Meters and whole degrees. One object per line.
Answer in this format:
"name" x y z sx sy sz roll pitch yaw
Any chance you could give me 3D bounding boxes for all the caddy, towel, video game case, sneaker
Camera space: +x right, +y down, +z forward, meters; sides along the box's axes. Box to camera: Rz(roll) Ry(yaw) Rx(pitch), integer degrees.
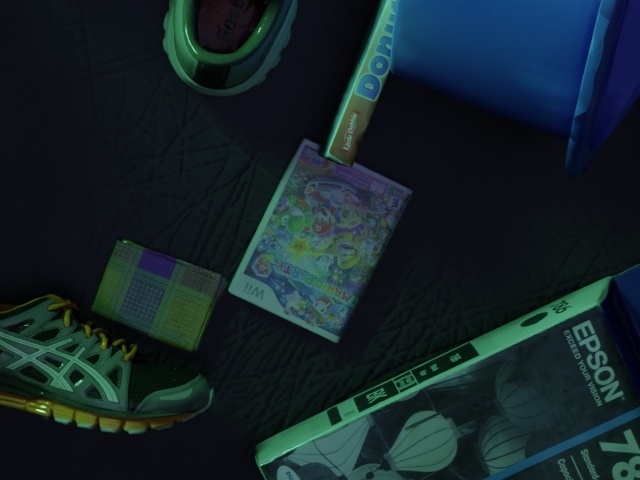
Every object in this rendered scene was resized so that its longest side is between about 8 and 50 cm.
"caddy" 0.169 -0.213 1.143 0.179 0.241 0.341 15 97 9
"towel" -0.113 0.039 1.281 0.083 0.009 0.060 21 96 -7
"video game case" 0.000 0.000 1.284 0.087 0.011 0.122 25 95 -8
"sneaker" -0.034 -0.225 1.203 0.100 0.108 0.271 14 95 -5
"sneaker" -0.176 0.079 1.246 0.215 0.084 0.083 12 92 -5

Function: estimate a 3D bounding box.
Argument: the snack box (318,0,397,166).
"snack box" 0.042 -0.136 1.236 0.022 0.064 0.178 21 92 -7

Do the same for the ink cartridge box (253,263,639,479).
"ink cartridge box" 0.136 0.150 1.291 0.333 0.065 0.165 -27 99 -2
